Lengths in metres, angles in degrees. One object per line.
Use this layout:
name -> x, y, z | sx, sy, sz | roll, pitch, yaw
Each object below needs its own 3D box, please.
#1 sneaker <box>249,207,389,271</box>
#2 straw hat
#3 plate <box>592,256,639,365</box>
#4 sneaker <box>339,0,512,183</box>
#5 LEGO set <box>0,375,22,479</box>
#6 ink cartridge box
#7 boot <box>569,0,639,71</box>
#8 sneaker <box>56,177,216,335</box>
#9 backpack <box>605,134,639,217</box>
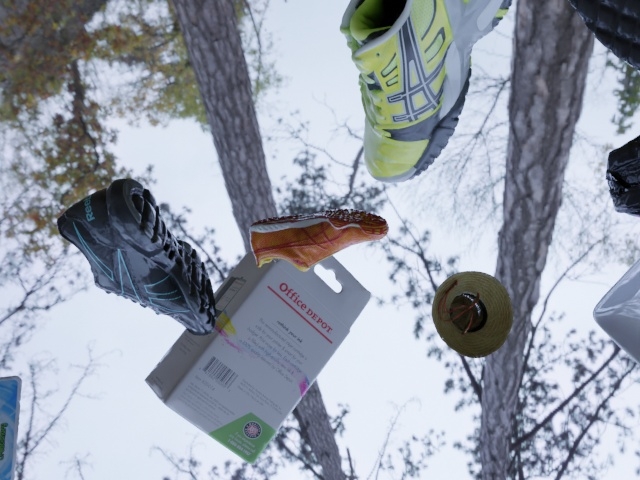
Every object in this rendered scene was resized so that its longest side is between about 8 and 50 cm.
sneaker -> 0.000, 0.000, 0.740 | 0.175, 0.067, 0.064 | -6, -168, 28
straw hat -> 0.227, 0.114, 1.010 | 0.144, 0.144, 0.061 | -33, -174, -18
plate -> 0.386, 0.080, 0.493 | 0.045, 0.278, 0.277 | -27, -120, -27
sneaker -> 0.086, -0.210, 0.704 | 0.147, 0.384, 0.145 | -9, -125, -16
LEGO set -> -0.257, 0.133, 0.325 | 0.182, 0.244, 0.060 | 3, -177, -42
ink cartridge box -> -0.097, 0.165, 1.083 | 0.353, 0.207, 0.119 | -52, -153, -13
boot -> 0.321, -0.114, 0.370 | 0.223, 0.118, 0.338 | -14, -131, -46
sneaker -> -0.217, 0.034, 0.798 | 0.106, 0.267, 0.101 | -20, -138, 7
backpack -> 0.458, -0.084, 0.800 | 0.115, 0.182, 0.152 | 6, -100, -25
